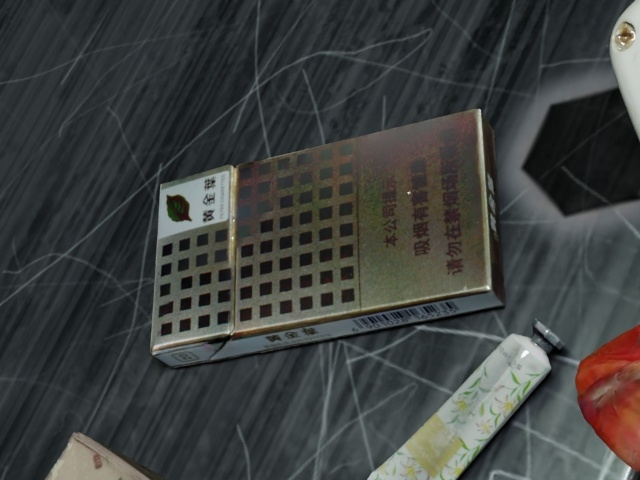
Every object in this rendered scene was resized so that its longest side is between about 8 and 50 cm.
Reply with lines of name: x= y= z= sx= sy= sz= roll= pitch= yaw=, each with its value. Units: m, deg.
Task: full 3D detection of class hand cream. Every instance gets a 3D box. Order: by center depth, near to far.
hand cream: x=0.117 y=0.143 z=1.035 sx=0.194 sy=0.042 sz=0.067 roll=-48 pitch=55 yaw=4

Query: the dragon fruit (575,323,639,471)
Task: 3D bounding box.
dragon fruit: x=0.353 y=0.142 z=0.757 sx=0.286 sy=0.228 sz=0.329 roll=-35 pitch=58 yaw=36

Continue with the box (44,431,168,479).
box: x=-0.149 y=0.339 z=0.986 sx=0.225 sy=0.190 sz=0.297 roll=25 pitch=79 yaw=33

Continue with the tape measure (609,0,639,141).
tape measure: x=0.357 y=-0.115 z=0.937 sx=0.265 sy=0.130 sz=0.258 roll=-39 pitch=73 yaw=28

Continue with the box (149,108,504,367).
box: x=0.000 y=0.001 z=1.164 sx=0.325 sy=0.047 sz=0.180 roll=-12 pitch=60 yaw=22
